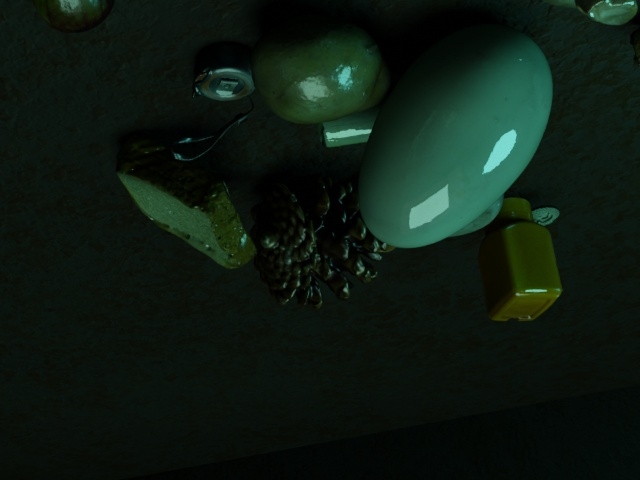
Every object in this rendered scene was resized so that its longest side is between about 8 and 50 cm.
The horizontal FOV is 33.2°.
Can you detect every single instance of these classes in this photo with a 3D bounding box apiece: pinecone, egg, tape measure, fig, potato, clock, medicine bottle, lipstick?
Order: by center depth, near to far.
[{"bbox_3d":[-0.323,-0.330,1.365,0.109,0.103,0.155,-30,161,0],"label":"fig"},{"bbox_3d":[0.002,-0.243,1.555,0.235,0.160,0.177,0,-165,-44],"label":"potato"},{"bbox_3d":[0.194,-0.152,1.594,0.371,0.230,0.230,-53,144,1],"label":"egg"},{"bbox_3d":[-0.152,-0.201,1.601,0.104,0.180,0.107,16,152,-6],"label":"tape measure"},{"bbox_3d":[0.145,-0.207,1.747,0.304,0.076,0.076,-8,154,6],"label":"lipstick"},{"bbox_3d":[0.007,0.001,1.966,0.264,0.264,0.264,-4,155,-2],"label":"pinecone"},{"bbox_3d":[0.385,0.035,2.124,0.112,0.222,0.149,2,153,-15],"label":"medicine bottle"},{"bbox_3d":[0.454,-0.049,2.211,0.074,0.010,0.083,4,152,-19],"label":"clock"}]

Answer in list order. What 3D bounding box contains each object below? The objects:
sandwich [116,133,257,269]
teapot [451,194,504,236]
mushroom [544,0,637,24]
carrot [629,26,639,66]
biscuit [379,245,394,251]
[{"bbox_3d":[-0.230,-0.066,1.857,0.226,0.087,0.251,25,161,19],"label":"sandwich"},{"bbox_3d":[0.234,-0.090,1.954,0.193,0.130,0.294,1,156,-13],"label":"teapot"},{"bbox_3d":[0.343,-0.354,1.335,0.204,0.204,0.204,-4,155,-2],"label":"mushroom"},{"bbox_3d":[0.568,-0.342,1.549,0.101,0.102,0.263,11,144,-31],"label":"carrot"},{"bbox_3d":[0.139,-0.017,2.200,0.140,0.023,0.118,-25,148,36],"label":"biscuit"}]
